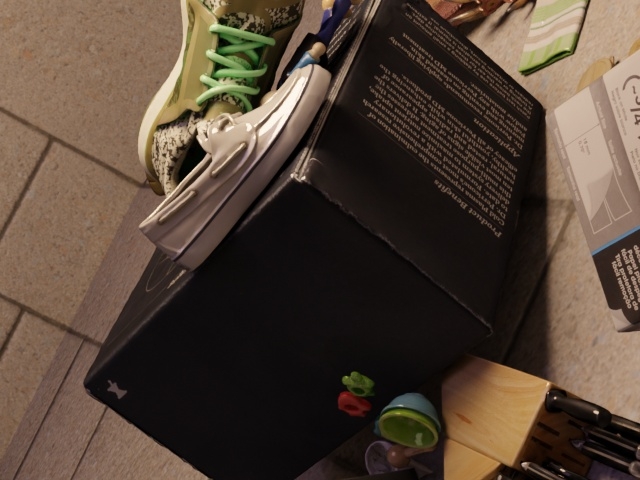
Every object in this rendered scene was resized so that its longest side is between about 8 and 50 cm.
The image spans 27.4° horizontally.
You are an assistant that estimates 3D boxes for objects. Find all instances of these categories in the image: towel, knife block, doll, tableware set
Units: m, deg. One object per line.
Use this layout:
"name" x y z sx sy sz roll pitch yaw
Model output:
"towel" 0.325 -0.309 1.819 0.113 0.023 0.152 -23 44 58
"knife block" 0.234 0.181 1.352 0.242 0.088 0.276 -43 28 35
"doll" -0.016 -0.215 1.568 0.189 0.046 0.129 -61 5 -24
"tableware set" 0.363 -0.185 1.598 0.168 0.020 0.141 -35 32 49

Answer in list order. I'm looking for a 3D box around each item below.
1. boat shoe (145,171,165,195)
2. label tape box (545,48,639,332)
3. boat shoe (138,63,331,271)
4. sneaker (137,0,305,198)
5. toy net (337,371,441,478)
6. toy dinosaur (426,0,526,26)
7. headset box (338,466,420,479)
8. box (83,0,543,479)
"boat shoe" -0.166 -0.133 1.809 0.073 0.080 0.223 -22 -10 -41
"label tape box" 0.382 -0.086 1.202 0.333 0.105 0.241 -36 62 47
"boat shoe" -0.095 -0.094 1.430 0.267 0.088 0.096 -51 13 9
"sneaker" -0.105 -0.187 1.555 0.182 0.158 0.410 -105 29 -49
"toy net" 0.074 0.233 1.503 0.232 0.122 0.045 90 -164 -54
"toy dinosaur" 0.212 -0.379 2.026 0.295 0.127 0.200 -42 35 49
"headset box" -0.030 0.364 1.443 0.283 0.246 0.131 -37 64 36
"box" 0.000 0.000 1.687 0.480 0.297 0.472 -42 15 38
